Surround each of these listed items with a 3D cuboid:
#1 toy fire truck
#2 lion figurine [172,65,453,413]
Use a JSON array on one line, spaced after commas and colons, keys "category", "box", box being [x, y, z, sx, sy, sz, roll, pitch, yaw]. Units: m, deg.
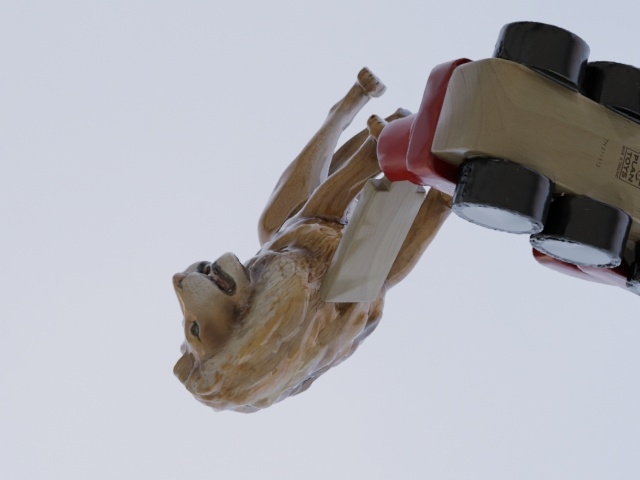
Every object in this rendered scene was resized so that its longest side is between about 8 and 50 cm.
[{"category": "toy fire truck", "box": [0.123, -0.020, 1.023, 0.246, 0.217, 0.158, -5, -113, 60]}, {"category": "lion figurine", "box": [0.000, 0.000, 1.269, 0.142, 0.392, 0.240, 41, -78, -3]}]
